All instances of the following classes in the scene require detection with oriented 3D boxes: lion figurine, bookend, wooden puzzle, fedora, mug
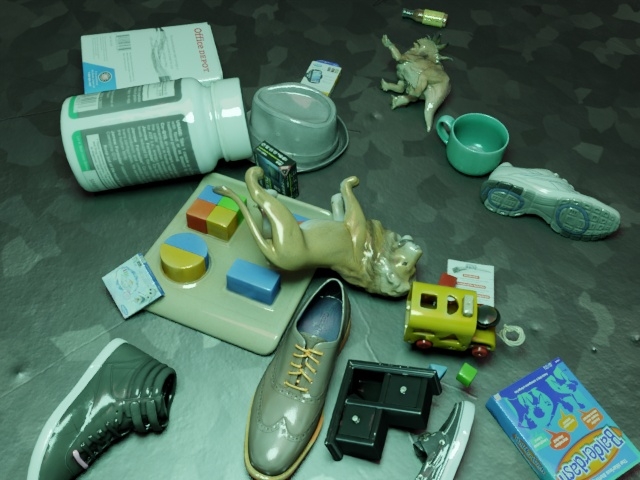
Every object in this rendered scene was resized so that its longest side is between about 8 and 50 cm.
[{"bbox_3d":[0.000,0.000,1.171,0.392,0.142,0.240,-1,67,-26],"label":"lion figurine"},{"bbox_3d":[0.106,0.289,1.029,0.156,0.072,0.157,3,51,23],"label":"bookend"},{"bbox_3d":[-0.170,0.019,1.237,0.322,0.080,0.348,19,55,10],"label":"wooden puzzle"},{"bbox_3d":[-0.069,-0.279,1.437,0.275,0.124,0.243,22,55,12],"label":"fedora"},{"bbox_3d":[0.351,-0.222,1.437,0.129,0.097,0.157,-13,55,-12],"label":"mug"}]

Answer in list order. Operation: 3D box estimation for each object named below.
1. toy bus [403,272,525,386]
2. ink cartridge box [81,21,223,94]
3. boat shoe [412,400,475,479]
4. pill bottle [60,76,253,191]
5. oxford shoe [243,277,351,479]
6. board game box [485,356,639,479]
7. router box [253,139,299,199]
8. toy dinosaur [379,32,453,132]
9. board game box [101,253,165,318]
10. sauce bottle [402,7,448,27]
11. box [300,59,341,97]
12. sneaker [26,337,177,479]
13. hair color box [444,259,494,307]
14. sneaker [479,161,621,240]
[{"bbox_3d":[0.244,0.135,1.097,0.202,0.104,0.191,-32,62,-21],"label":"toy bus"},{"bbox_3d":[-0.399,-0.394,1.499,0.307,0.129,0.223,-10,54,-11],"label":"ink cartridge box"},{"bbox_3d":[0.184,0.354,1.017,0.076,0.080,0.228,24,63,12],"label":"boat shoe"},{"bbox_3d":[-0.334,-0.229,1.315,0.361,0.204,0.204,-10,54,-3],"label":"pill bottle"},{"bbox_3d":[-0.040,0.223,1.060,0.130,0.132,0.363,15,54,7],"label":"oxford shoe"},{"bbox_3d":[0.413,0.325,1.064,0.160,0.047,0.210,-24,59,-20],"label":"board game box"},{"bbox_3d":[-0.094,-0.144,1.336,0.092,0.122,0.038,36,65,22],"label":"router box"},{"bbox_3d":[0.265,-0.418,1.568,0.200,0.127,0.295,-12,60,-20],"label":"toy dinosaur"},{"bbox_3d":[-0.350,0.085,1.166,0.090,0.020,0.090,-31,86,12],"label":"board game box"},{"bbox_3d":[0.298,-0.640,1.778,0.128,0.042,0.042,16,54,6],"label":"sauce bottle"},{"bbox_3d":[0.000,-0.413,1.602,0.081,0.028,0.136,17,52,9],"label":"box"},{"bbox_3d":[-0.337,0.298,1.002,0.147,0.104,0.295,14,49,13],"label":"sneaker"},{"bbox_3d":[0.284,0.124,1.203,0.093,0.053,0.167,9,56,4],"label":"hair color box"},{"bbox_3d":[0.505,-0.099,1.353,0.297,0.111,0.129,23,50,12],"label":"sneaker"}]
